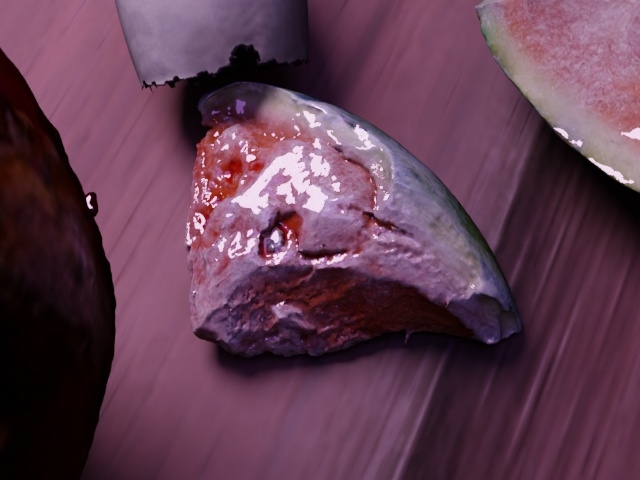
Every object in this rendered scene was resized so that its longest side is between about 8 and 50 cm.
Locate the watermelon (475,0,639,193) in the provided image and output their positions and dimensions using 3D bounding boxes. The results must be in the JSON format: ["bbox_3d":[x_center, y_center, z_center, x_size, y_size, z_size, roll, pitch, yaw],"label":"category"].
[{"bbox_3d":[0.180,-0.118,0.568,0.146,0.128,0.231,22,47,39],"label":"watermelon"}]

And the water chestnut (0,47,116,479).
[{"bbox_3d":[-0.208,0.068,0.331,0.335,0.335,0.347,-26,51,-13],"label":"water chestnut"}]

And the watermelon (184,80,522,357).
[{"bbox_3d":[0.000,0.000,0.517,0.187,0.071,0.139,39,74,15],"label":"watermelon"}]

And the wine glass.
[{"bbox_3d":[0.002,-0.247,0.563,0.264,0.096,0.309,-14,99,-25],"label":"wine glass"}]
